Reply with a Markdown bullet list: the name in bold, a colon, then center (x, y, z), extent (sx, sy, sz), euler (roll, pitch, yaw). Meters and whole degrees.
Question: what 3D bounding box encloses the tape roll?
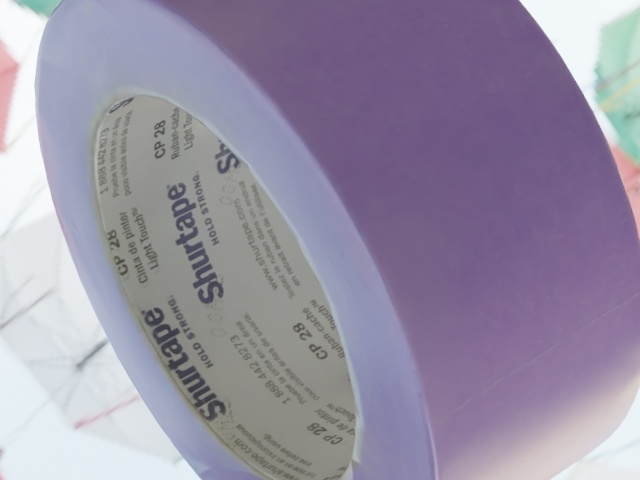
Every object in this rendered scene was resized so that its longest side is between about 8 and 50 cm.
- **tape roll**: center (0.000, 0.000, 0.515), extent (0.080, 0.189, 0.189), euler (-28, -97, -28)
